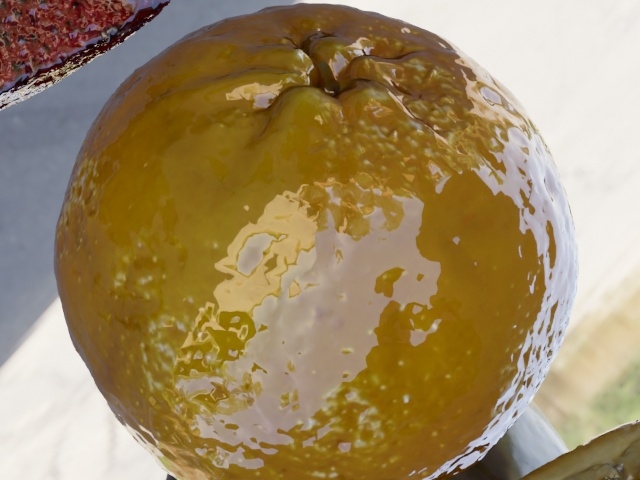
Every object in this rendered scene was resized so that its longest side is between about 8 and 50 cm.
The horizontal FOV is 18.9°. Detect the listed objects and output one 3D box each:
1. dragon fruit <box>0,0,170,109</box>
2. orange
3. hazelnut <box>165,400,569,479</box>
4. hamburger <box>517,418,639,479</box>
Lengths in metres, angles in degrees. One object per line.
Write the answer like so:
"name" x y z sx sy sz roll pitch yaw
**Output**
"dragon fruit" -0.181 -0.140 1.141 0.162 0.106 0.083 -31 179 -6
"orange" 0.000 0.000 1.232 0.340 0.341 0.293 -41 153 -41
"hazelnut" 0.077 0.273 1.694 0.402 0.429 0.402 -28 171 -5
"hamburger" 0.187 0.213 1.043 0.244 0.244 0.163 -48 -156 -4
